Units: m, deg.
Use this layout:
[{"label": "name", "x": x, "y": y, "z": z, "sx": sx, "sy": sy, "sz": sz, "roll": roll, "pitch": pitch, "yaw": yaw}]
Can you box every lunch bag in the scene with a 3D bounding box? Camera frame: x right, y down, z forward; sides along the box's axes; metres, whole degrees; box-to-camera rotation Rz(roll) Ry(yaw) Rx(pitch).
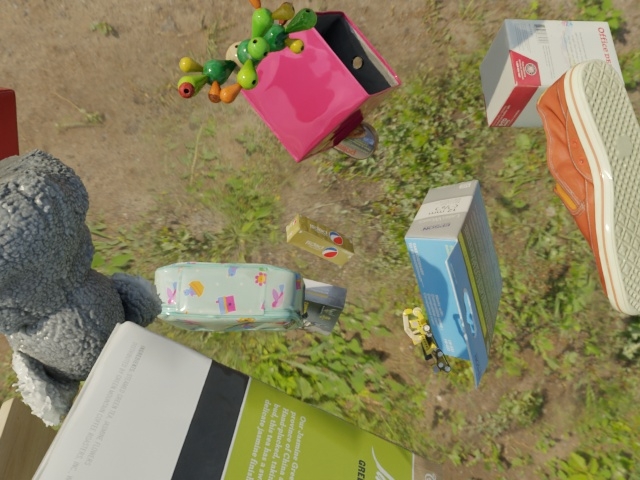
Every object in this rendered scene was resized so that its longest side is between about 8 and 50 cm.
[{"label": "lunch bag", "x": -0.159, "y": 0.117, "z": 1.118, "sx": 0.279, "sy": 0.224, "sz": 0.108, "roll": 1, "pitch": 73, "yaw": 3}]

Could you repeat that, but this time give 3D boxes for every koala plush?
[{"label": "koala plush", "x": -0.261, "y": 0.049, "z": 0.549, "sx": 0.196, "sy": 0.203, "sz": 0.221, "roll": -52, "pitch": 125, "yaw": -41}]

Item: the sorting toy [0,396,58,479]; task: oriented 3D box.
[{"label": "sorting toy", "x": -0.499, "y": 0.448, "z": 0.988, "sx": 0.089, "sy": 0.257, "sz": 0.255, "roll": -24, "pitch": 125, "yaw": 5}]

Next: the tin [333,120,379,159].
[{"label": "tin", "x": 0.078, "y": -0.301, "z": 1.674, "sx": 0.189, "sy": 0.040, "sz": 0.106, "roll": 30, "pitch": 117, "yaw": 16}]

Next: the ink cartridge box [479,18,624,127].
[{"label": "ink cartridge box", "x": 0.372, "y": -0.269, "z": 0.964, "sx": 0.176, "sy": 0.127, "sz": 0.128, "roll": 0, "pitch": 69, "yaw": -4}]

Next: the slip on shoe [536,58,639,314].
[{"label": "slip on shoe", "x": 0.370, "y": -0.066, "z": 0.777, "sx": 0.123, "sy": 0.101, "sz": 0.331, "roll": -15, "pitch": 87, "yaw": -25}]

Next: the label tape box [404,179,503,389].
[{"label": "label tape box", "x": 0.246, "y": 0.069, "z": 1.090, "sx": 0.115, "sy": 0.348, "sz": 0.249, "roll": -8, "pitch": 113, "yaw": 28}]

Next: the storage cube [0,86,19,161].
[{"label": "storage cube", "x": -0.665, "y": -0.182, "z": 1.019, "sx": 0.183, "sy": 0.193, "sz": 0.215, "roll": 19, "pitch": 115, "yaw": 21}]

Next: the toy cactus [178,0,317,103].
[{"label": "toy cactus", "x": -0.114, "y": -0.268, "z": 0.833, "sx": 0.219, "sy": 0.180, "sz": 0.112, "roll": -43, "pitch": 108, "yaw": -5}]

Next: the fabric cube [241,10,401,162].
[{"label": "fabric cube", "x": 0.004, "y": -0.394, "z": 1.500, "sx": 0.254, "sy": 0.259, "sz": 0.258, "roll": 50, "pitch": 123, "yaw": 1}]

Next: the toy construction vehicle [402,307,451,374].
[{"label": "toy construction vehicle", "x": 0.148, "y": 0.145, "z": 0.851, "sx": 0.035, "sy": 0.086, "sz": 0.098, "roll": -26, "pitch": 85, "yaw": 4}]

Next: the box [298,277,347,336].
[{"label": "box", "x": -0.043, "y": 0.168, "z": 1.499, "sx": 0.183, "sy": 0.231, "sz": 0.056, "roll": 14, "pitch": 63, "yaw": -3}]

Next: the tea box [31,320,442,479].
[{"label": "tea box", "x": -0.116, "y": 0.297, "z": 0.521, "sx": 0.323, "sy": 0.220, "sz": 0.329, "roll": 29, "pitch": 130, "yaw": -14}]

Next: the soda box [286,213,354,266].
[{"label": "soda box", "x": 0.000, "y": 0.000, "z": 1.544, "sx": 0.181, "sy": 0.061, "sz": 0.058, "roll": 24, "pitch": 127, "yaw": -27}]

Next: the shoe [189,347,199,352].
[{"label": "shoe", "x": -0.280, "y": 0.258, "z": 0.954, "sx": 0.076, "sy": 0.058, "sz": 0.219, "roll": 48, "pitch": 50, "yaw": 9}]
